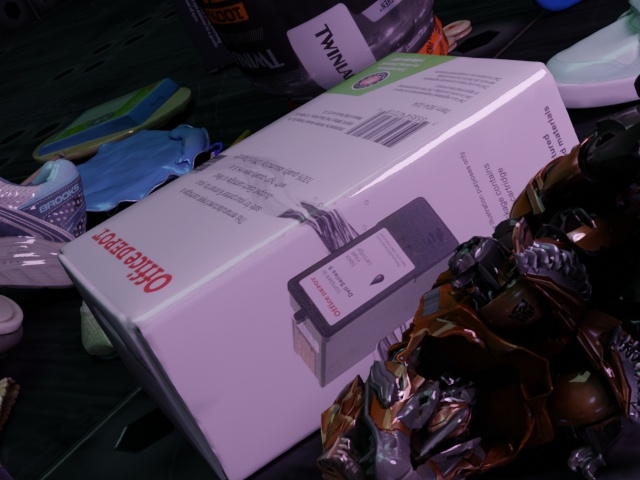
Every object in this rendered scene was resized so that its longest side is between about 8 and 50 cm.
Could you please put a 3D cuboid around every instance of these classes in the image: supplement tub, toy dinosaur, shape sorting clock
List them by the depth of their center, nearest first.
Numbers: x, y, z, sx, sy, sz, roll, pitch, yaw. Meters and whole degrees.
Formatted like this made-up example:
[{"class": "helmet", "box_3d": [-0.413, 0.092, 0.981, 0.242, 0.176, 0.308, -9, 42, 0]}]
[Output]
[{"class": "toy dinosaur", "box_3d": [0.135, 0.000, 0.541, 0.322, 0.164, 0.218, -60, 16, -20]}, {"class": "supplement tub", "box_3d": [-0.030, -0.277, 1.070, 0.207, 0.338, 0.207, -26, 27, 14]}, {"class": "shape sorting clock", "box_3d": [-0.251, -0.139, 1.446, 0.206, 0.040, 0.206, -23, 18, 8]}]

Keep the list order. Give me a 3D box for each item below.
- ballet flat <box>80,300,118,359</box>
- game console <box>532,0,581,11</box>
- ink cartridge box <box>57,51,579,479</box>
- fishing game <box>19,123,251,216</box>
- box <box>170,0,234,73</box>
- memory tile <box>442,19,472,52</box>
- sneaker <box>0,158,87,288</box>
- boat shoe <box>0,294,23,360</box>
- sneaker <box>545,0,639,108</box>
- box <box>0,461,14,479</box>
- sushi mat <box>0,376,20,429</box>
[{"class": "ballet flat", "box_3d": [-0.162, 0.033, 0.926, 0.057, 0.052, 0.168, -24, 22, 8]}, {"class": "game console", "box_3d": [0.243, -0.405, 1.131, 0.250, 0.293, 0.173, -27, 20, 0]}, {"class": "ink cartridge box", "box_3d": [0.000, 0.000, 0.725, 0.273, 0.115, 0.198, -32, 21, -14]}, {"class": "fishing game", "box_3d": [-0.199, -0.066, 1.224, 0.264, 0.041, 0.189, -5, 29, 28]}, {"class": "box", "box_3d": [-0.064, -0.439, 1.505, 0.312, 0.343, 0.179, -18, 22, 22]}, {"class": "memory tile", "box_3d": [0.075, -0.186, 1.210, 0.148, 0.012, 0.113, -7, 28, 42]}, {"class": "sneaker", "box_3d": [-0.331, -0.026, 0.996, 0.283, 0.122, 0.110, 1, 5, -31]}, {"class": "boat shoe", "box_3d": [-0.341, 0.085, 0.998, 0.112, 0.095, 0.335, 2, 4, -39]}, {"class": "sneaker", "box_3d": [0.253, -0.201, 0.843, 0.256, 0.151, 0.094, -26, 23, 7]}, {"class": "box", "box_3d": [-0.267, 0.111, 0.692, 0.093, 0.158, 0.156, -41, 33, -23]}, {"class": "sushi mat", "box_3d": [-0.361, 0.198, 0.829, 0.316, 0.019, 0.151, -25, 22, 4]}]
